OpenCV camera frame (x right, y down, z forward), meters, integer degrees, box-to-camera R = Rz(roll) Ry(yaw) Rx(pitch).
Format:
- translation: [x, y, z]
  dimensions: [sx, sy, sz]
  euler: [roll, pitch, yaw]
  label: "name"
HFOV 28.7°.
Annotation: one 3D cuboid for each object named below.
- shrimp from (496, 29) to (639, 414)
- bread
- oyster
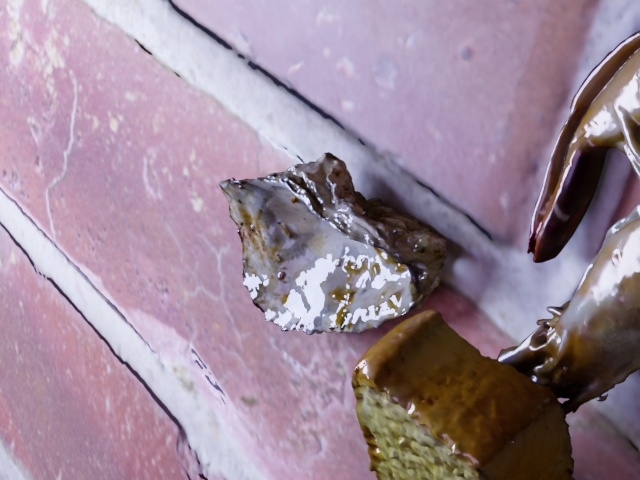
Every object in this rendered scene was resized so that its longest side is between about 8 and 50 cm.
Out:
- translation: [0.135, -0.007, 0.582]
  dimensions: [0.133, 0.053, 0.236]
  euler: [59, 140, 31]
  label: "shrimp"
- translation: [0.073, 0.115, 0.631]
  dimensions: [0.103, 0.065, 0.187]
  euler: [27, 149, 36]
  label: "bread"
- translation: [0.006, 0.002, 0.738]
  dimensions: [0.177, 0.056, 0.106]
  euler: [-8, 99, 51]
  label: "oyster"
